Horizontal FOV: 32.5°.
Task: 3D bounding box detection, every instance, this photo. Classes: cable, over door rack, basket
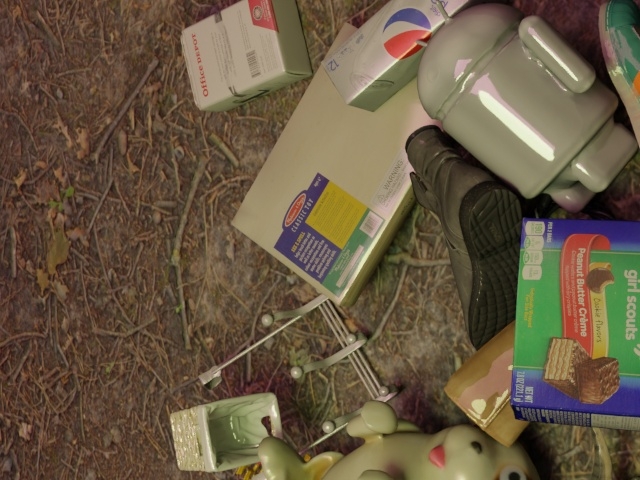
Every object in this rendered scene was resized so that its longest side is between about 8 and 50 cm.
[{"bbox_3d":[0.385,0.007,1.654,0.184,0.047,0.150,47,119,24],"label":"cable"},{"bbox_3d":[-0.054,0.256,1.921,0.324,0.108,0.239,-38,67,17],"label":"over door rack"},{"bbox_3d":[-0.158,0.324,1.849,0.103,0.167,0.113,-17,80,44],"label":"basket"}]

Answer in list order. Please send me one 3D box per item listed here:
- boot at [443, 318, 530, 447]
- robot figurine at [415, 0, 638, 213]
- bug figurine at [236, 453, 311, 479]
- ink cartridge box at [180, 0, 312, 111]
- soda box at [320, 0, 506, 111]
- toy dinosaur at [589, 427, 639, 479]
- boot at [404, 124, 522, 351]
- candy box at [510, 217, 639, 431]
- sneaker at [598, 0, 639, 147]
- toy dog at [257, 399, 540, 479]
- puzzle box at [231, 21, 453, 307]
[{"bbox_3d":[0.354,0.199,1.612,0.236,0.089,0.269,44,99,20],"label":"boot"},{"bbox_3d":[0.283,-0.201,1.587,0.353,0.200,0.300,42,148,4],"label":"robot figurine"},{"bbox_3d":[-0.083,0.484,2.025,0.216,0.072,0.279,35,109,23],"label":"bug figurine"},{"bbox_3d":[-0.137,-0.340,1.992,0.218,0.092,0.159,-16,84,35],"label":"ink cartridge box"},{"bbox_3d":[0.143,-0.326,1.721,0.286,0.098,0.091,-38,70,22],"label":"soda box"},{"bbox_3d":[0.435,0.390,1.620,0.118,0.064,0.268,7,112,11],"label":"toy dinosaur"},{"bbox_3d":[0.229,-0.006,1.709,0.223,0.118,0.338,-128,24,-48],"label":"boot"},{"bbox_3d":[0.425,0.116,1.477,0.317,0.122,0.268,2,73,14],"label":"candy box"},{"bbox_3d":[0.489,-0.210,1.529,0.121,0.108,0.302,-22,88,35],"label":"sneaker"},{"bbox_3d":[0.145,0.428,1.706,0.408,0.284,0.395,-27,117,23],"label":"toy dog"},{"bbox_3d":[0.047,-0.128,1.844,0.272,0.052,0.409,37,102,29],"label":"puzzle box"}]
